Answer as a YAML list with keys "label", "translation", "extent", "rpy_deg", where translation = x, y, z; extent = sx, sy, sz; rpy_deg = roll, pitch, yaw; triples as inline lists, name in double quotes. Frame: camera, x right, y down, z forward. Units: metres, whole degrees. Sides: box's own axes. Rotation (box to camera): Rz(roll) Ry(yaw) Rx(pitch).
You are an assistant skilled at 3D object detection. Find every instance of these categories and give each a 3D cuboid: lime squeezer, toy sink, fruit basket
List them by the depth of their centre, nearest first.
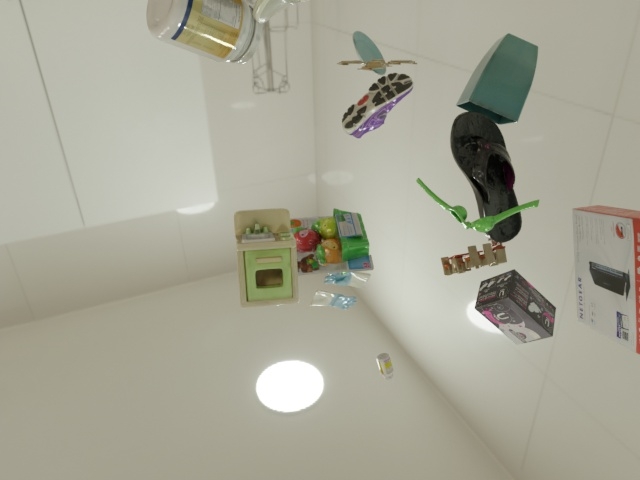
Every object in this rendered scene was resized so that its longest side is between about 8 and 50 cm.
- label: "lime squeezer"
  translation: [0.384, -0.082, 1.333]
  extent: [0.310, 0.110, 0.059]
  rpy_deg: [14, -174, 19]
- label: "toy sink"
  translation: [-0.141, 0.043, 1.354]
  extent: [0.153, 0.234, 0.131]
  rpy_deg: [-3, -168, -10]
- label: "fruit basket"
  translation: [0.000, 0.000, 1.946]
  extent: [0.353, 0.165, 0.327]
  rpy_deg: [0, -140, -8]

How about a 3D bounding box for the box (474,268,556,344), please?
- label: "box"
  translation: [0.718, 0.252, 1.927]
  extent: [0.163, 0.247, 0.142]
  rpy_deg: [-33, -157, 49]

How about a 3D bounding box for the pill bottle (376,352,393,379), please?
- label: "pill bottle"
  translation: [0.217, 0.418, 1.730]
  extent: [0.043, 0.083, 0.043]
  rpy_deg: [-16, -165, 4]

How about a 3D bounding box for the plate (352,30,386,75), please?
- label: "plate"
  translation: [0.175, -0.685, 1.925]
  extent: [0.024, 0.188, 0.188]
  rpy_deg: [-30, -169, 37]

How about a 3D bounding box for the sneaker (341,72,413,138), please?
- label: "sneaker"
  translation: [0.121, -0.276, 1.075]
  extent: [0.170, 0.071, 0.068]
  rpy_deg: [-35, -125, 24]

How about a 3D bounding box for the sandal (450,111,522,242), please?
- label: "sandal"
  translation: [0.537, -0.194, 1.606]
  extent: [0.167, 0.446, 0.107]
  rpy_deg: [-30, -160, -8]

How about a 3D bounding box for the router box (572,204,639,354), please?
- label: "router box"
  translation: [0.772, 0.090, 1.339]
  extent: [0.082, 0.335, 0.301]
  rpy_deg: [-8, -171, -3]

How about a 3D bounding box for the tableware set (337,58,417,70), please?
- label: "tableware set"
  translation: [0.132, -0.417, 1.238]
  extent: [0.169, 0.020, 0.141]
  rpy_deg: [-14, -155, -30]

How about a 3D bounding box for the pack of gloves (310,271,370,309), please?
- label: "pack of gloves"
  translation: [0.095, 0.221, 2.250]
  extent: [0.232, 0.195, 0.046]
  rpy_deg: [11, -157, -33]

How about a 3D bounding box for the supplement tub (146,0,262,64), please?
- label: "supplement tub"
  translation: [-0.368, -0.711, 1.681]
  extent: [0.316, 0.228, 0.228]
  rpy_deg: [7, -162, -44]

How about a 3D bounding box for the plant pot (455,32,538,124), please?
- label: "plant pot"
  translation: [0.565, -0.507, 1.634]
  extent: [0.165, 0.234, 0.166]
  rpy_deg: [22, -170, -4]

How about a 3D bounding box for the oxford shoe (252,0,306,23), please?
- label: "oxford shoe"
  translation: [-0.026, -0.690, 1.361]
  extent: [0.449, 0.130, 0.169]
  rpy_deg: [-23, -151, 46]

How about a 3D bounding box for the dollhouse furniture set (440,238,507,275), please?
- label: "dollhouse furniture set"
  translation: [0.709, 0.061, 2.392]
  extent: [0.259, 0.135, 0.262]
  rpy_deg: [-8, 169, -16]
